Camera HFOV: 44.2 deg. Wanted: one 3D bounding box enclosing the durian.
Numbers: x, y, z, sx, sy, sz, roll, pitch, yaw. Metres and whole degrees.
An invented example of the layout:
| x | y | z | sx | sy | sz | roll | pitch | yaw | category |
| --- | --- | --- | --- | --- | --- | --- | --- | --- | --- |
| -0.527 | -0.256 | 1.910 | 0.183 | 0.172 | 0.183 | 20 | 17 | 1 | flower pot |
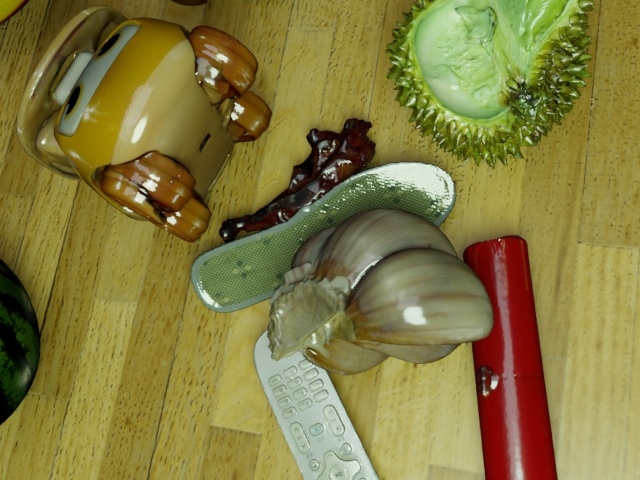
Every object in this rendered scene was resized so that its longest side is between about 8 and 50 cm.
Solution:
| x | y | z | sx | sy | sz | roll | pitch | yaw | category |
| --- | --- | --- | --- | --- | --- | --- | --- | --- | --- |
| 0.179 | -0.192 | 0.826 | 0.200 | 0.176 | 0.237 | 22 | 76 | 25 | durian |

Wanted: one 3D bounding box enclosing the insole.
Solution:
| x | y | z | sx | sy | sz | roll | pitch | yaw | category |
| --- | --- | --- | --- | --- | --- | --- | --- | --- | --- |
| 0.000 | 0.000 | 0.883 | 0.322 | 0.007 | 0.109 | -22 | 100 | 11 | insole |

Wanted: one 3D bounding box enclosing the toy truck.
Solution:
| x | y | z | sx | sy | sz | roll | pitch | yaw | category |
| --- | --- | --- | --- | --- | --- | --- | --- | --- | --- |
| -0.188 | -0.128 | 0.873 | 0.211 | 0.288 | 0.204 | 27 | 82 | 10 | toy truck |

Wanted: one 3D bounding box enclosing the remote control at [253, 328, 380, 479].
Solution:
| x | y | z | sx | sy | sz | roll | pitch | yaw | category |
| --- | --- | --- | --- | --- | --- | --- | --- | --- | --- |
| -0.002 | 0.194 | 0.836 | 0.073 | 0.044 | 0.229 | -30 | 76 | 9 | remote control |

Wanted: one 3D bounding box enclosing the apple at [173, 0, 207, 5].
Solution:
| x | y | z | sx | sy | sz | roll | pitch | yaw | category |
| --- | --- | --- | --- | --- | --- | --- | --- | --- | --- |
| -0.120 | -0.492 | 1.018 | 0.295 | 0.329 | 0.365 | 8 | 77 | -23 | apple |

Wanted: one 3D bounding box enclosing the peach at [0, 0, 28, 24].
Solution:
| x | y | z | sx | sy | sz | roll | pitch | yaw | category |
| --- | --- | --- | --- | --- | --- | --- | --- | --- | --- |
| -0.486 | -0.461 | 1.071 | 0.380 | 0.242 | 0.306 | -48 | 45 | 13 | peach |

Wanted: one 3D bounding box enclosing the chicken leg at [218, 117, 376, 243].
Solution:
| x | y | z | sx | sy | sz | roll | pitch | yaw | category |
| --- | --- | --- | --- | --- | --- | --- | --- | --- | --- |
| -0.018 | -0.060 | 0.912 | 0.219 | 0.048 | 0.089 | -47 | 64 | -1 | chicken leg |

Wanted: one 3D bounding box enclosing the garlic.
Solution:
| x | y | z | sx | sy | sz | roll | pitch | yaw | category |
| --- | --- | --- | --- | --- | --- | --- | --- | --- | --- |
| 0.067 | 0.043 | 0.771 | 0.214 | 0.191 | 0.160 | -30 | 65 | 47 | garlic |

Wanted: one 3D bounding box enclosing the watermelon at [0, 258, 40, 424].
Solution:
| x | y | z | sx | sy | sz | roll | pitch | yaw | category |
| --- | --- | --- | --- | --- | --- | --- | --- | --- | --- |
| -0.455 | 0.114 | 0.878 | 0.269 | 0.269 | 0.269 | -5 | 73 | 15 | watermelon |

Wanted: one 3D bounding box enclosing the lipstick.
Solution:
| x | y | z | sx | sy | sz | roll | pitch | yaw | category |
| --- | --- | --- | --- | --- | --- | --- | --- | --- | --- |
| 0.187 | 0.135 | 0.782 | 0.073 | 0.073 | 0.280 | -8 | 71 | 14 | lipstick |
